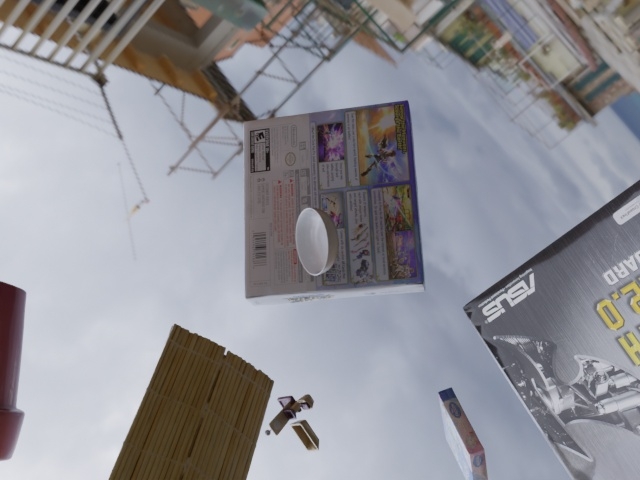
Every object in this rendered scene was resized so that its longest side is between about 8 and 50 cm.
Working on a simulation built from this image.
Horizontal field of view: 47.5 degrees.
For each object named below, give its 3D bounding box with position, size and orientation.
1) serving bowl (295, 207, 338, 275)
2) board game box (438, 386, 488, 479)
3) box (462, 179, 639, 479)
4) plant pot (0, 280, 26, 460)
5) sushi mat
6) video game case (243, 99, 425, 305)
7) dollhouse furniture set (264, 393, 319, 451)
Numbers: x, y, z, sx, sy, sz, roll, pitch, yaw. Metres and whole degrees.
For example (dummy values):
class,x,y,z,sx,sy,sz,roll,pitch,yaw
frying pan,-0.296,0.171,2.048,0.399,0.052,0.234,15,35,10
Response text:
class,x,y,z,sx,sy,sz,roll,pitch,yaw
serving bowl,0.000,0.000,0.895,0.027,0.083,0.083,-7,-126,-28
board game box,0.161,0.228,0.821,0.090,0.020,0.090,-115,7,-51
box,0.231,0.058,0.474,0.056,0.231,0.183,-11,-115,-48
plant pot,-0.404,0.125,0.774,0.201,0.201,0.180,26,-109,-43
sushi mat,-0.145,0.246,0.775,0.151,0.019,0.316,35,-137,-19
video game case,0.016,-0.052,1.028,0.061,0.244,0.270,52,-146,-70
dollhouse furniture set,-0.040,0.342,1.282,0.081,0.091,0.114,-44,-73,-43
